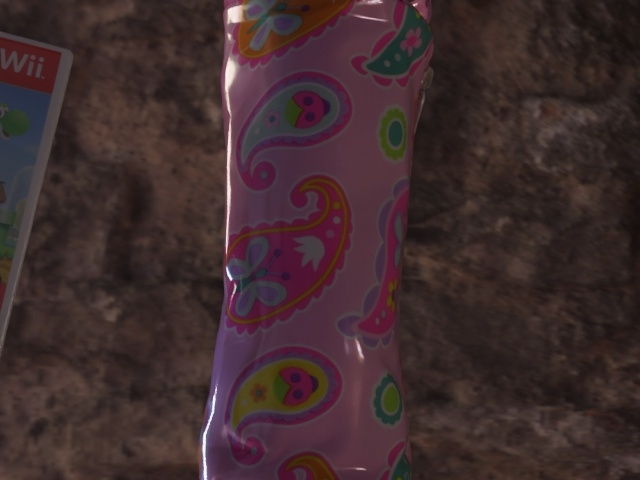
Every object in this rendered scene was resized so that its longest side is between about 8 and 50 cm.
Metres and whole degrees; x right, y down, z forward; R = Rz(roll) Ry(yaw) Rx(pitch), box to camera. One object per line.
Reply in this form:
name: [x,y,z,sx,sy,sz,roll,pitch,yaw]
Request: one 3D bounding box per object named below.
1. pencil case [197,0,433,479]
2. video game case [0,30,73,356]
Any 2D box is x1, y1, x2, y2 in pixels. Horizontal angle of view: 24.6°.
pencil case: [0.000,0.000,0.784,0.124,0.124,0.284,0,-98,30]
video game case: [-0.325,-0.039,1.153,0.204,0.025,0.285,14,-101,-11]
